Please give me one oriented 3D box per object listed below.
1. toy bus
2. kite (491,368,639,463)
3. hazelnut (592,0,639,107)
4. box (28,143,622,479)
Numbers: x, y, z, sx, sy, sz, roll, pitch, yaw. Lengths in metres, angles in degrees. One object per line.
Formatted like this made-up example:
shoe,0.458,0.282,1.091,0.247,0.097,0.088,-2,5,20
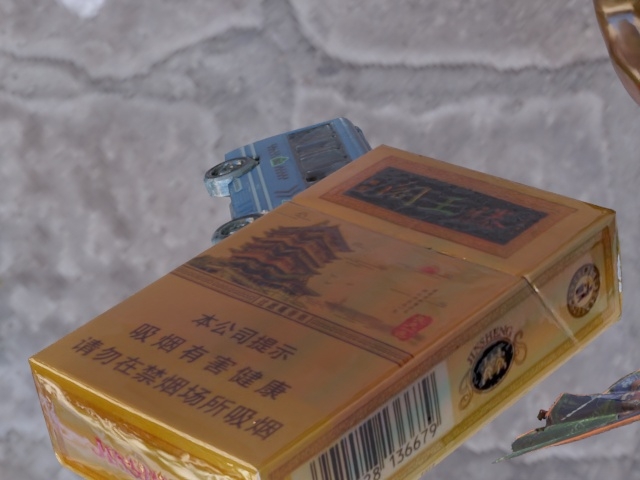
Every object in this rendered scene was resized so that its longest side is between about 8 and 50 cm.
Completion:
toy bus,0.000,0.000,1.203,0.134,0.246,0.113,-21,109,0
kite,0.181,0.029,0.713,0.241,0.183,0.014,-35,64,18
hazelnut,0.378,-0.196,1.038,0.429,0.402,0.402,-36,99,9
box,0.009,0.051,0.909,0.174,0.274,0.076,21,131,40
